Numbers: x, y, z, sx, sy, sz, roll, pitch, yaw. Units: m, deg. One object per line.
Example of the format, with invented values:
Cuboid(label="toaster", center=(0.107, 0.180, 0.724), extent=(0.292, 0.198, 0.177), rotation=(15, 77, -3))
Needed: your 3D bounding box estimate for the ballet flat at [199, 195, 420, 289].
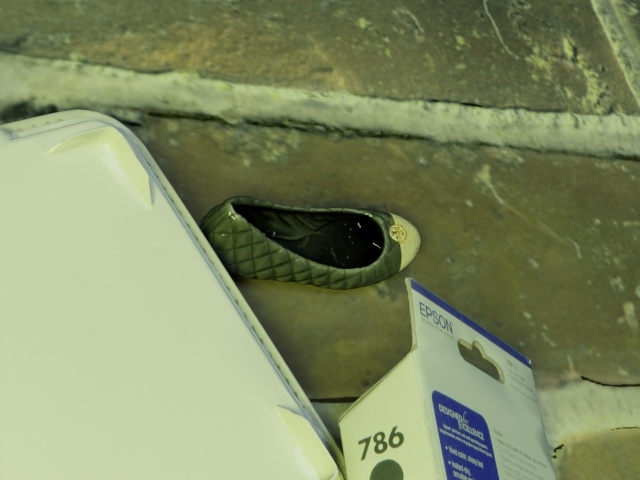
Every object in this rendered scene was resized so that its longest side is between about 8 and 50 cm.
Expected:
Cuboid(label="ballet flat", center=(0.000, 0.000, 0.782), extent=(0.173, 0.049, 0.058), rotation=(0, 60, -35))

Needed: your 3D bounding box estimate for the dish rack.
Cuboid(label="dish rack", center=(-0.136, 0.074, 0.623), extent=(0.285, 0.072, 0.333), rotation=(-22, 72, -42))

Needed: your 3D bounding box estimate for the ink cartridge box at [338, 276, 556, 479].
Cuboid(label="ink cartridge box", center=(0.090, 0.199, 0.652), extent=(0.165, 0.065, 0.333), rotation=(33, 41, -46))
